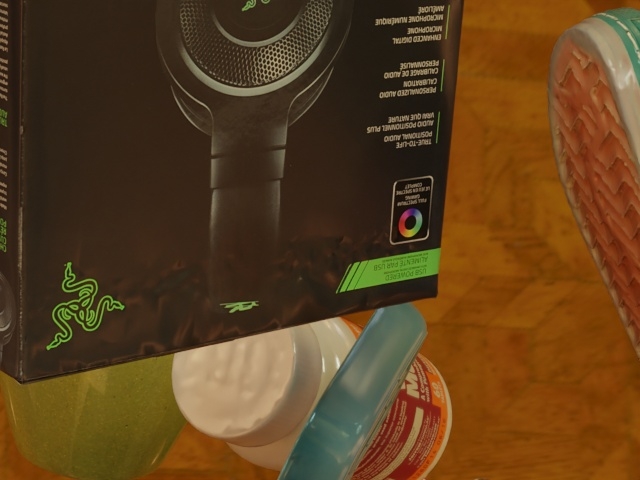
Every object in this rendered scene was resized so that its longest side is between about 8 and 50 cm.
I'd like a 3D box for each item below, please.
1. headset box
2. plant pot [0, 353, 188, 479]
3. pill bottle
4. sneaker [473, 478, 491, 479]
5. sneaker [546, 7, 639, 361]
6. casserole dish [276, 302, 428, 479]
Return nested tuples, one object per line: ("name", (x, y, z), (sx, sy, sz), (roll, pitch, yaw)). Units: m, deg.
("headset box", (-0.065, -0.085, 0.803), (0.246, 0.131, 0.283), (-9, 113, -36))
("plant pot", (-0.182, 0.049, 1.468), (0.275, 0.275, 0.293), (7, 108, -13))
("pill bottle", (-0.004, 0.112, 1.214), (0.121, 0.221, 0.121), (-10, 70, 28))
("sneaker", (0.138, 0.342, 1.649), (0.107, 0.110, 0.275), (37, 39, -9))
("sneaker", (0.208, 0.002, 0.831), (0.121, 0.108, 0.302), (-30, 121, -7))
("casserole dish", (0.019, 0.106, 1.025), (0.037, 0.114, 0.188), (28, 37, 7))
